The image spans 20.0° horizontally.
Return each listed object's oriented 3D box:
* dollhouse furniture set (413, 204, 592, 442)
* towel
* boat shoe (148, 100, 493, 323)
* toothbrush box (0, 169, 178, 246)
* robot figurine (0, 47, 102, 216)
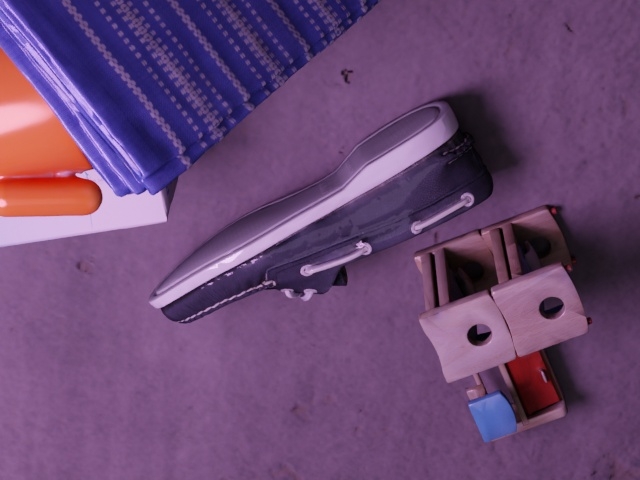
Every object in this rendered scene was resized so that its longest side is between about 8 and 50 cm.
[{"bbox_3d":[0.174,0.091,1.540,0.129,0.129,0.184,-21,113,10],"label":"dollhouse furniture set"},{"bbox_3d":[-0.101,-0.204,1.294,0.243,0.336,0.040,51,142,-6],"label":"towel"},{"bbox_3d":[0.000,0.000,1.507,0.302,0.114,0.091,-30,106,15],"label":"boat shoe"},{"bbox_3d":[-0.278,-0.112,1.449,0.295,0.126,0.216,-9,114,5],"label":"toothbrush box"},{"bbox_3d":[-0.208,-0.104,1.314,0.219,0.158,0.128,-11,134,5],"label":"robot figurine"}]
